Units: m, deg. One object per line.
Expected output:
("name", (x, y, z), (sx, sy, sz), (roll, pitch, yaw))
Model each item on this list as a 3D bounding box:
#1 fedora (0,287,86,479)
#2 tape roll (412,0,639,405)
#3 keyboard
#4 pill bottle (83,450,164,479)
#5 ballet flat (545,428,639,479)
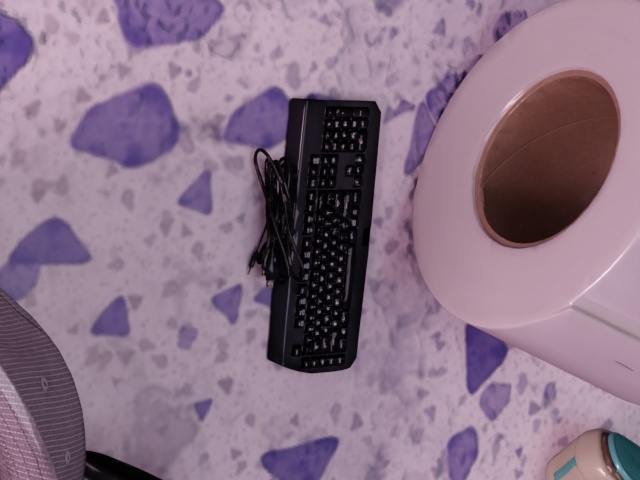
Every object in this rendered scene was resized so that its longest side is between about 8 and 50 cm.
("fedora", (-0.228, 0.099, 1.135), (0.124, 0.244, 0.275), (-44, 115, -53))
("tape roll", (0.206, -0.025, 1.350), (0.169, 0.246, 0.246), (26, 86, -35))
("keyboard", (0.000, 0.000, 1.344), (0.100, 0.038, 0.192), (-2, 101, -33))
("pill bottle", (-0.150, 0.254, 1.250), (0.123, 0.123, 0.219), (27, 86, -35))
("ballet flat", (0.272, 0.220, 1.553), (0.248, 0.086, 0.086), (33, 82, -31))
